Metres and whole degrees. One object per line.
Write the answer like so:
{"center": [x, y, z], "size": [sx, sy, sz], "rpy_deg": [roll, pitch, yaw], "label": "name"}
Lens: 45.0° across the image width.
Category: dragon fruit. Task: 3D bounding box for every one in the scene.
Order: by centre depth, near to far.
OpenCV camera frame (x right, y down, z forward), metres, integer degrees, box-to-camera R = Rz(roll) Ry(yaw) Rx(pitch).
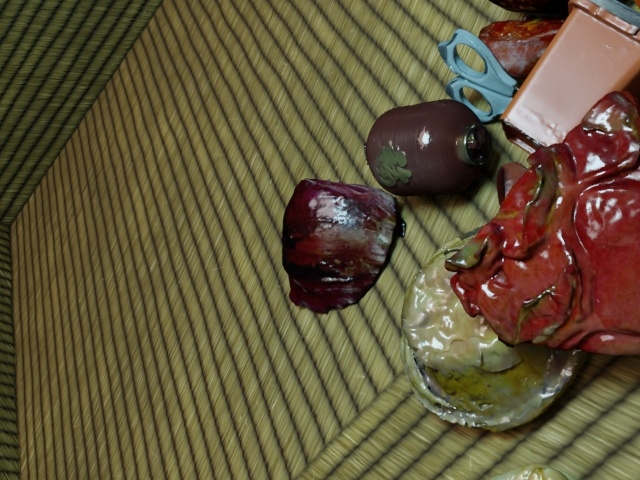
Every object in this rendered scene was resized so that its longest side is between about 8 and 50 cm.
{"center": [0.332, 0.012, 0.967], "size": [0.329, 0.228, 0.286], "rpy_deg": [-19, 49, 1], "label": "dragon fruit"}

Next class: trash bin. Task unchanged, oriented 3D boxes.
{"center": [0.394, -0.217, 1.136], "size": [0.184, 0.161, 0.238], "rpy_deg": [38, 94, 22], "label": "trash bin"}

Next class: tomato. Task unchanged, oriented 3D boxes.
{"center": [0.353, -0.329, 1.332], "size": [0.159, 0.091, 0.139], "rpy_deg": [17, 40, 39], "label": "tomato"}

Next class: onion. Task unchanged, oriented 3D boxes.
{"center": [0.000, 0.000, 1.538], "size": [0.314, 0.146, 0.280], "rpy_deg": [13, 84, 48], "label": "onion"}

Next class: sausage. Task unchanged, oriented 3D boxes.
{"center": [0.322, -0.084, 1.270], "size": [0.059, 0.054, 0.094], "rpy_deg": [108, 166, -62], "label": "sausage"}

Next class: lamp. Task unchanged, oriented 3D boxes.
{"center": [0.194, -0.157, 1.380], "size": [0.258, 0.180, 0.180], "rpy_deg": [3, 72, 49], "label": "lamp"}

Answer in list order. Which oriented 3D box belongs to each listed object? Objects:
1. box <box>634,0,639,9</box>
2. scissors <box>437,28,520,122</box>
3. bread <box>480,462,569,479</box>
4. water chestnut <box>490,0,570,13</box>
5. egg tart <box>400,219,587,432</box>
{"center": [0.555, -0.551, 1.024], "size": [0.349, 0.257, 0.318], "rpy_deg": [-11, 46, 50], "label": "box"}
{"center": [0.339, -0.233, 1.291], "size": [0.029, 0.191, 0.360], "rpy_deg": [-39, 49, -18], "label": "scissors"}
{"center": [0.271, 0.372, 1.043], "size": [0.177, 0.084, 0.119], "rpy_deg": [-32, 49, 34], "label": "bread"}
{"center": [0.373, -0.508, 1.269], "size": [0.289, 0.244, 0.289], "rpy_deg": [-52, 12, 16], "label": "water chestnut"}
{"center": [0.239, 0.116, 1.184], "size": [0.352, 0.150, 0.352], "rpy_deg": [-23, 57, 40], "label": "egg tart"}
